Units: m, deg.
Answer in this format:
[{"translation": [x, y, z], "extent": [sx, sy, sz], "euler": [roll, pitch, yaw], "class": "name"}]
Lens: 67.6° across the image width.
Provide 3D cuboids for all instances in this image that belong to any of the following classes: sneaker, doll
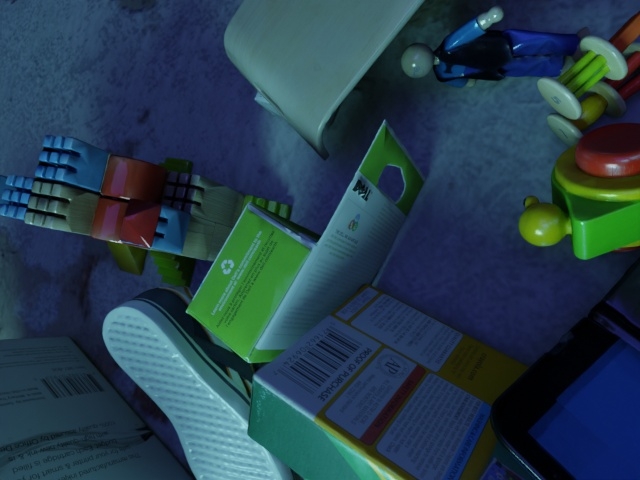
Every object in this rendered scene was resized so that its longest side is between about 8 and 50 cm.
[{"translation": [-0.122, 0.191, 0.599], "extent": [0.126, 0.127, 0.321], "euler": [-31, 94, 22], "class": "sneaker"}, {"translation": [0.183, -0.203, 0.521], "extent": [0.188, 0.129, 0.046], "euler": [2, 75, 10], "class": "doll"}]

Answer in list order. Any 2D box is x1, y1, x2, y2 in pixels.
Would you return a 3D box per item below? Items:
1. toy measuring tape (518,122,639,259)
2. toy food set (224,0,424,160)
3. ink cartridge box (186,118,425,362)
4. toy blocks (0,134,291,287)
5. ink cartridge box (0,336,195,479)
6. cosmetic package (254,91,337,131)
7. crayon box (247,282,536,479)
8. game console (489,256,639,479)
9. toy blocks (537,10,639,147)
[{"translation": [0.340, -0.072, 0.451], "extent": [0.329, 0.121, 0.122], "euler": [-20, 72, 2], "class": "toy measuring tape"}, {"translation": [0.038, -0.272, 0.551], "extent": [0.306, 0.092, 0.220], "euler": [-49, 59, 17], "class": "toy food set"}, {"translation": [0.000, 0.000, 0.532], "extent": [0.097, 0.188, 0.255], "euler": [30, 92, 27], "class": "ink cartridge box"}, {"translation": [-0.269, -0.050, 0.620], "extent": [0.380, 0.261, 0.191], "euler": [10, 85, 25], "class": "toy blocks"}, {"translation": [-0.364, 0.303, 0.586], "extent": [0.394, 0.285, 0.166], "euler": [34, 97, 26], "class": "ink cartridge box"}, {"translation": [0.007, -0.277, 0.646], "extent": [0.098, 0.060, 0.239], "euler": [24, 91, 24], "class": "cosmetic package"}, {"translation": [0.121, 0.178, 0.433], "extent": [0.322, 0.203, 0.083], "euler": [26, 123, 26], "class": "crayon box"}, {"translation": [0.316, 0.121, 0.302], "extent": [0.293, 0.173, 0.250], "euler": [43, 118, 31], "class": "game console"}, {"translation": [0.293, -0.173, 0.465], "extent": [0.148, 0.123, 0.054], "euler": [-44, 56, 12], "class": "toy blocks"}]
